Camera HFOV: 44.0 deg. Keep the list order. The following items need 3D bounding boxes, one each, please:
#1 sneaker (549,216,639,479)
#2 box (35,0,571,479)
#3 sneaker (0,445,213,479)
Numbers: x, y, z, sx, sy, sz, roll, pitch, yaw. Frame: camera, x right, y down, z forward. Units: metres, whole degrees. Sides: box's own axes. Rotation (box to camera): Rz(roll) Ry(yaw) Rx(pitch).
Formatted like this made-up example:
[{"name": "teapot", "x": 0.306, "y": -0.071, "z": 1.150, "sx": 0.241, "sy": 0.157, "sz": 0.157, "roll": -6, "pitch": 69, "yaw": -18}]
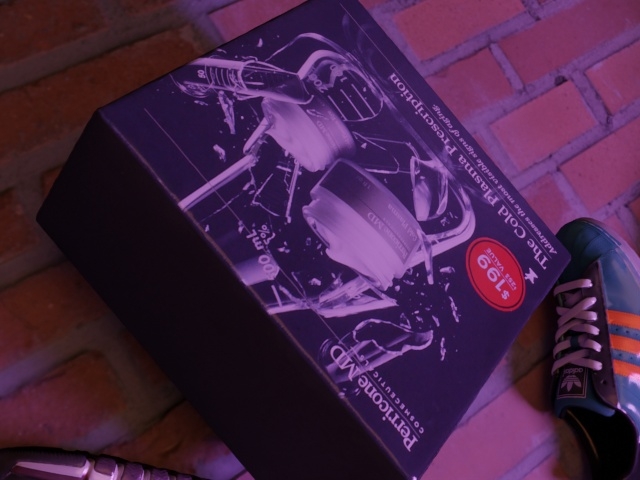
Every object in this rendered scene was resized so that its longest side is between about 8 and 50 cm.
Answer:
[{"name": "sneaker", "x": 0.302, "y": 0.125, "z": 0.853, "sx": 0.121, "sy": 0.108, "sz": 0.302, "roll": -13, "pitch": 81, "yaw": -27}, {"name": "box", "x": 0.000, "y": 0.000, "z": 0.697, "sx": 0.343, "sy": 0.179, "sz": 0.312, "roll": 49, "pitch": 49, "yaw": -1}, {"name": "sneaker", "x": -0.147, "y": 0.269, "z": 0.648, "sx": 0.281, "sy": 0.106, "sz": 0.163, "roll": 18, "pitch": 72, "yaw": -15}]
